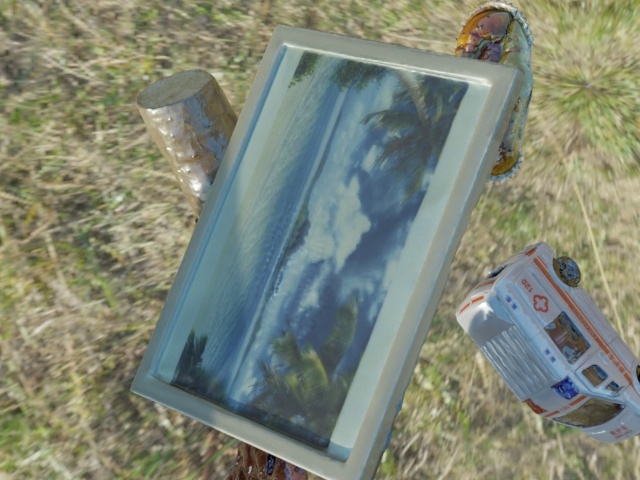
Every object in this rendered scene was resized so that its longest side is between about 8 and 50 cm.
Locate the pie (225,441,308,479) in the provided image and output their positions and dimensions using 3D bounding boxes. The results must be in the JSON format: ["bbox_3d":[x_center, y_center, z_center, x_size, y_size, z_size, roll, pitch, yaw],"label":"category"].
[{"bbox_3d":[-0.061,0.277,1.407,0.038,0.153,0.153,13,101,-29],"label":"pie"}]

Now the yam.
[{"bbox_3d":[-0.099,-0.082,1.143,0.084,0.084,0.127,-17,119,13],"label":"yam"}]

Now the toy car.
[{"bbox_3d":[0.222,0.110,1.215,0.210,0.108,0.089,53,136,1],"label":"toy car"}]

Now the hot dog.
[{"bbox_3d":[0.180,-0.158,1.391,0.099,0.053,0.192,12,103,27],"label":"hot dog"}]

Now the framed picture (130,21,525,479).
[{"bbox_3d":[0.000,0.000,0.963,0.232,0.024,0.315,16,81,38],"label":"framed picture"}]
